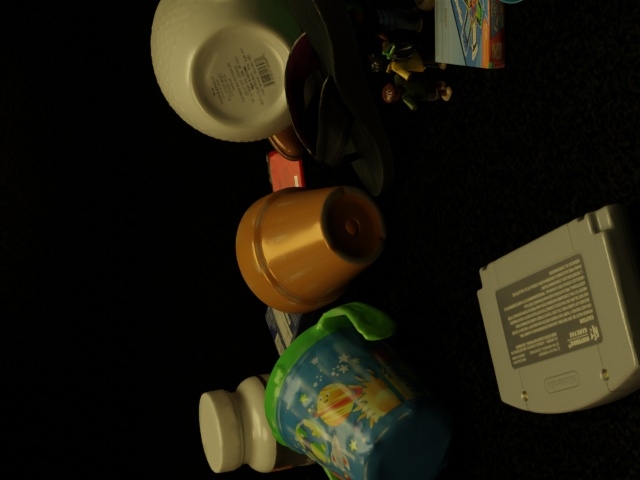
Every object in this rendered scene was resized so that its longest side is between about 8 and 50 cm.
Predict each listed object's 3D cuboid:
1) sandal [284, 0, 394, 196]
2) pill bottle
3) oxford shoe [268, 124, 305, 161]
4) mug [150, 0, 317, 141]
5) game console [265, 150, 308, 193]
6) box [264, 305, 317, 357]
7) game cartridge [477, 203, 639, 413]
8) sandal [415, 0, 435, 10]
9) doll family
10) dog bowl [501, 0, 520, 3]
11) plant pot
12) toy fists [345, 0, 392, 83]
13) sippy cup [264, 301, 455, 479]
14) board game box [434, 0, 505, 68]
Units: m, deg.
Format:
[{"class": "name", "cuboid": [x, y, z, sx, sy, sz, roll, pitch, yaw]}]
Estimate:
[{"class": "sandal", "cuboid": [0.000, -0.214, 1.615, 0.167, 0.107, 0.445, 53, 171, 39]}, {"class": "pill bottle", "cuboid": [-0.050, 0.295, 1.883, 0.162, 0.278, 0.162, 173, 90, -70]}, {"class": "oxford shoe", "cuboid": [-0.064, -0.246, 2.047, 0.076, 0.076, 0.212, -39, 60, 55]}, {"class": "mug", "cuboid": [-0.138, -0.340, 1.804, 0.328, 0.276, 0.374, -110, 12, -68]}, {"class": "game console", "cuboid": [-0.052, -0.098, 2.138, 0.124, 0.085, 0.144, -9, 88, 38]}, {"class": "box", "cuboid": [-0.056, 0.128, 2.187, 0.225, 0.037, 0.136, 106, 149, -48]}, {"class": "game cartridge", "cuboid": [0.276, 0.092, 1.284, 0.297, 0.062, 0.198, 143, 114, -66]}, {"class": "sandal", "cuboid": [0.113, -0.388, 1.557, 0.072, 0.049, 0.180, 114, 144, -54]}, {"class": "doll family", "cuboid": [0.101, -0.257, 1.545, 0.193, 0.111, 0.076, -117, 28, -43]}, {"class": "dog bowl", "cuboid": [0.241, -0.396, 1.188, 0.166, 0.074, 0.297, -123, 32, -49]}, {"class": "plant pot", "cuboid": [0.000, 0.000, 1.807, 0.188, 0.205, 0.205, -22, 75, 53]}, {"class": "toy fists", "cuboid": [0.033, -0.367, 1.678, 0.142, 0.096, 0.279, -123, 20, -60]}, {"class": "sippy cup", "cuboid": [0.071, 0.259, 1.668, 0.224, 0.240, 0.305, 36, 169, 49]}, {"class": "board game box", "cuboid": [0.183, -0.359, 1.415, 0.145, 0.027, 0.281, -150, 55, -66]}]
